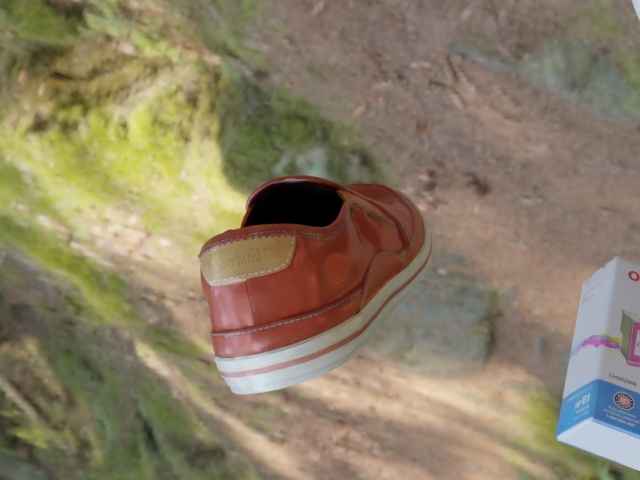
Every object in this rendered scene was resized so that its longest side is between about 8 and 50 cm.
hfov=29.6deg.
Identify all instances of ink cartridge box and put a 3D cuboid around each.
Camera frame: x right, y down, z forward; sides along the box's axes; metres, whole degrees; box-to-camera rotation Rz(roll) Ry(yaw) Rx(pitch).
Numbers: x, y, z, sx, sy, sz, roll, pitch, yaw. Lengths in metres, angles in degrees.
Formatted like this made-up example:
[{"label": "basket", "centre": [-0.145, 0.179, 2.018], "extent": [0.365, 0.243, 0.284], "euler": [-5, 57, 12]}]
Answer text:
[{"label": "ink cartridge box", "centre": [0.214, 0.083, 0.796], "extent": [0.089, 0.122, 0.052], "euler": [21, 150, -7]}]

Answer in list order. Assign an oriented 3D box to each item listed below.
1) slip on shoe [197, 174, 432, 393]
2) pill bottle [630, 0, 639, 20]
[{"label": "slip on shoe", "centre": [0.000, 0.000, 0.813], "extent": [0.123, 0.101, 0.331], "euler": [-15, -170, 17]}, {"label": "pill bottle", "centre": [0.335, -0.248, 1.031], "extent": [0.161, 0.161, 0.283], "euler": [19, -148, -10]}]
